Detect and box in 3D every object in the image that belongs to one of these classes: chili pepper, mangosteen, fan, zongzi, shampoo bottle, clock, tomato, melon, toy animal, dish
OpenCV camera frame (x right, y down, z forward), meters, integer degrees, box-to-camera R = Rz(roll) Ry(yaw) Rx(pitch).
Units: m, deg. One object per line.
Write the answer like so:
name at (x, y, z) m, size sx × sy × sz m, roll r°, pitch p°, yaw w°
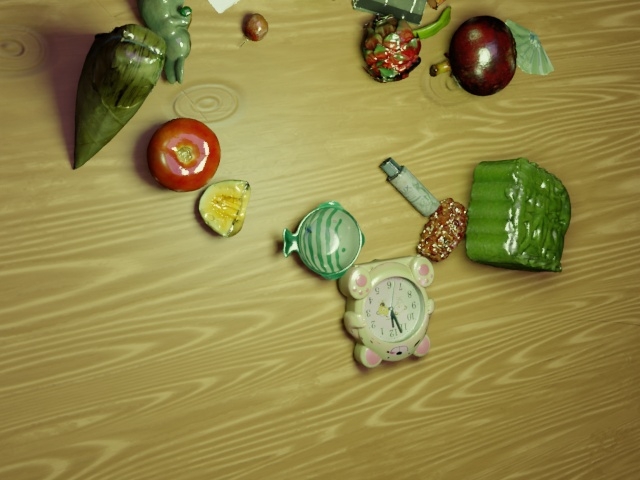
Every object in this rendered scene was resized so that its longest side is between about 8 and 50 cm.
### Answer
chili pepper at (0.328, -0.646, 1.966) m, size 0.202 × 0.052 × 0.050 m, roll -30°, pitch 70°, yaw -16°
mangosteen at (0.457, -0.546, 1.952) m, size 0.262 × 0.235 × 0.235 m, roll -10°, pitch 97°, yaw 24°
fan at (0.677, -0.621, 2.117) m, size 0.240 × 0.009 × 0.131 m, roll 39°, pitch 81°, yaw -17°
zongzi at (-0.499, -0.328, 1.534) m, size 0.160 × 0.323 × 0.360 m, roll 23°, pitch 87°, yaw -27°
shampoo bottle at (0.265, -0.163, 1.947) m, size 0.214 × 0.072 × 0.072 m, roll 43°, pitch 78°, yaw -16°
clock at (0.203, 0.207, 1.911) m, size 0.284 × 0.114 × 0.309 m, roll -9°, pitch 96°, yaw -21°
tomato at (-0.354, -0.221, 1.680) m, size 0.195 × 0.136 × 0.195 m, roll -1°, pitch 94°, yaw -18°
melon at (-0.260, -0.094, 1.757) m, size 0.128 × 0.079 × 0.160 m, roll 20°, pitch 85°, yaw -1°
toy animal at (-0.389, -0.537, 1.684) m, size 0.125 × 0.127 × 0.251 m, roll -22°, pitch 113°, yaw -30°
dish at (0.000, 0.000, 1.847) m, size 0.246 × 0.078 × 0.224 m, roll -2°, pitch 92°, yaw -21°

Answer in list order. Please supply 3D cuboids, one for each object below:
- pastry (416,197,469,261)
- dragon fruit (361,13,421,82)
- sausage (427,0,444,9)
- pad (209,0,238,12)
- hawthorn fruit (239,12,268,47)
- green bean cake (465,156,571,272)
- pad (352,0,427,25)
pastry at (0.378, -0.029, 1.973) m, size 0.097 × 0.115 × 0.208 m, roll 40°, pitch 71°, yaw -37°
dragon fruit at (0.203, -0.550, 1.861) m, size 0.182 × 0.182 × 0.188 m, roll -12°, pitch 114°, yaw -20°
sausage at (0.392, -0.765, 1.988) m, size 0.145 × 0.048 × 0.050 m, roll -39°, pitch 66°, yaw -16°
pad at (-0.290, -0.750, 1.758) m, size 0.156 × 0.004 × 0.232 m, roll -43°, pitch 105°, yaw -14°
hawthorn fruit at (-0.185, -0.568, 1.771) m, size 0.067 × 0.067 × 0.103 m, roll 37°, pitch 81°, yaw -17°
green bean cake at (0.604, -0.072, 1.951) m, size 0.335 × 0.218 × 0.318 m, roll 10°, pitch 84°, yaw -44°
pad at (0.218, -0.739, 1.903) m, size 0.233 × 0.022 × 0.174 m, roll 8°, pitch 114°, yaw -21°
